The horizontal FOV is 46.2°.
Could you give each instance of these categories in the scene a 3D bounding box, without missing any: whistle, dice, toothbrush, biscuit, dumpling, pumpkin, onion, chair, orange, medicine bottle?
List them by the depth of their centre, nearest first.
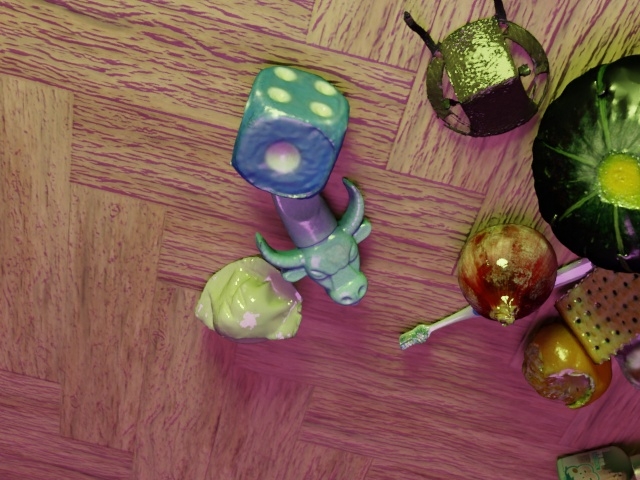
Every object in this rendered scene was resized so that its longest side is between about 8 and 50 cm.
[{"bbox_3d":[0.442,-0.105,1.017,0.295,0.296,0.296,3,125,5],"label":"pumpkin"},{"bbox_3d":[0.224,-0.233,1.033,0.174,0.149,0.213,-22,161,17],"label":"chair"},{"bbox_3d":[-0.042,-0.156,1.079,0.146,0.146,0.143,19,127,-7],"label":"dice"},{"bbox_3d":[0.288,0.063,1.163,0.159,0.195,0.160,8,125,12],"label":"onion"},{"bbox_3d":[0.484,0.081,1.170,0.016,0.139,0.231,15,128,-41],"label":"biscuit"},{"bbox_3d":[0.000,0.000,1.218,0.186,0.093,0.274,-32,115,-4],"label":"whistle"},{"bbox_3d":[0.307,0.105,1.292,0.386,0.040,0.040,-26,118,18],"label":"toothbrush"},{"bbox_3d":[0.426,0.218,1.293,0.156,0.134,0.157,1,112,3],"label":"orange"},{"bbox_3d":[-0.124,0.104,1.301,0.181,0.111,0.155,8,94,-7],"label":"dumpling"},{"bbox_3d":[0.567,0.472,1.456,0.187,0.119,0.094,-21,120,20],"label":"medicine bottle"}]

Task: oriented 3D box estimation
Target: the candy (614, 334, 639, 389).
[{"bbox_3d":[0.593,0.129,1.169,0.289,0.157,0.214,-41,79,35],"label":"candy"}]
